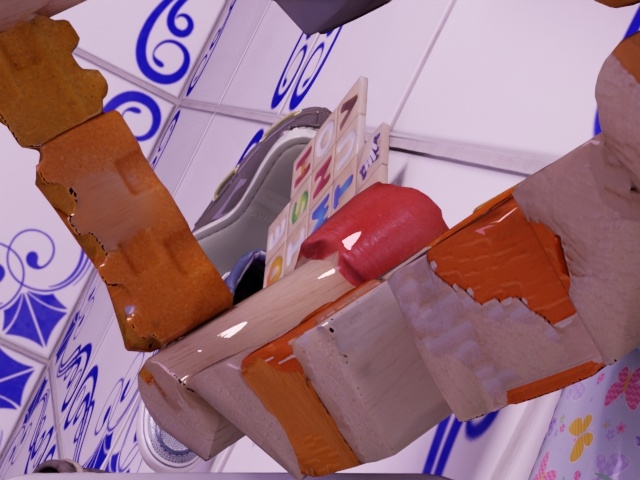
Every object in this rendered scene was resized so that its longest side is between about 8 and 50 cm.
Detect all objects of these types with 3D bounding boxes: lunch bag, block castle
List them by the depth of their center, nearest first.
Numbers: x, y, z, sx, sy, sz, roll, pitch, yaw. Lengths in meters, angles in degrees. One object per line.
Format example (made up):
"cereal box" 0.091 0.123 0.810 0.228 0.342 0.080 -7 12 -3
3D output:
"lunch bag" 0.108 0.072 0.539 0.083 0.053 0.071 -5 61 64
"block castle" 0.036 -0.107 0.569 0.213 0.303 0.453 -31 -2 -30

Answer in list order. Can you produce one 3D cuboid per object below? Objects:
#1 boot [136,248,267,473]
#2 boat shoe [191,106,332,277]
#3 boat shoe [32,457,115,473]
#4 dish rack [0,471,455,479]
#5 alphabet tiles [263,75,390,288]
"boot" -0.087 0.093 1.225 0.086 0.069 0.190 -52 15 52
"boat shoe" -0.055 -0.021 1.314 0.228 0.081 0.068 -47 19 31
"boat shoe" -0.181 0.254 1.142 0.132 0.130 0.355 -64 13 0
"dish rack" -0.068 0.245 0.578 0.286 0.072 0.332 -4 49 23
"alphabet tiles" 0.000 0.000 1.123 0.198 0.009 0.237 -50 28 46
